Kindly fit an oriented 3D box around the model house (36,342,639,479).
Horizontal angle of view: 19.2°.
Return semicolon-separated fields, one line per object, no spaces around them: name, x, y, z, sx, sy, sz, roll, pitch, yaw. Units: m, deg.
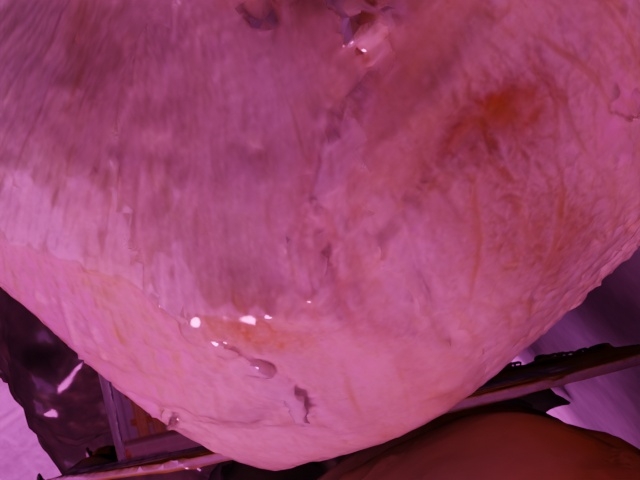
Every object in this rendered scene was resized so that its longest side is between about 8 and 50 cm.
model house;0.000;0.000;0.680;0.207;0.219;0.136;93;163;-86

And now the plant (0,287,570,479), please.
plant;-0.042;0.036;0.894;0.312;0.215;0.213;51;169;15

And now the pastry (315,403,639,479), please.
pastry;0.100;0.242;0.633;0.409;0.245;0.409;48;180;1

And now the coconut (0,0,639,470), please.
coconut;-0.007;-0.044;0.438;0.194;0.194;0.194;54;173;10
